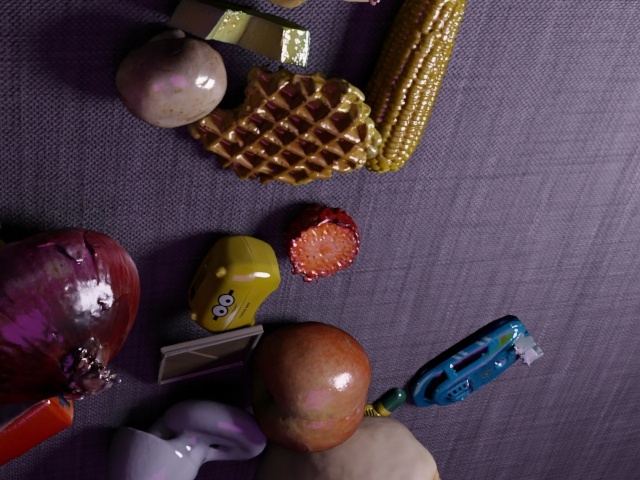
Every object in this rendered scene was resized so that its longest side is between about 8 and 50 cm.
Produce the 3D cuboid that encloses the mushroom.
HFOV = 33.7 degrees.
[{"bbox_3d":[-0.222,-0.242,1.578,0.166,0.127,0.166,-9,154,-4],"label":"mushroom"}]

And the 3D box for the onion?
[{"bbox_3d":[-0.430,0.149,1.698,0.347,0.285,0.347,-34,154,-19],"label":"onion"}]

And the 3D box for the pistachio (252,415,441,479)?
[{"bbox_3d":[0.054,0.502,2.179,0.365,0.445,0.281,-37,121,-37],"label":"pistachio"}]

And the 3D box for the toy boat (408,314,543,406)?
[{"bbox_3d":[0.338,0.291,2.325,0.299,0.092,0.134,-35,138,7],"label":"toy boat"}]

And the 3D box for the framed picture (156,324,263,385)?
[{"bbox_3d":[-0.212,0.221,1.975,0.189,0.023,0.260,-12,163,-14],"label":"framed picture"}]

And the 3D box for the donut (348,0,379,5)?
[{"bbox_3d":[0.076,-0.478,1.436,0.371,0.150,0.307,-23,114,-6],"label":"donut"}]

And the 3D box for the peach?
[{"bbox_3d":[-0.016,0.279,2.051,0.252,0.252,0.252,-13,133,-14],"label":"peach"}]

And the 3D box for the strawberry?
[{"bbox_3d":[0.000,0.000,1.914,0.145,0.086,0.145,-14,133,-15],"label":"strawberry"}]

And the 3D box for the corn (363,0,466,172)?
[{"bbox_3d":[0.139,-0.266,1.721,0.120,0.120,0.363,1,125,-25],"label":"corn"}]

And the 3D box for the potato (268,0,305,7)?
[{"bbox_3d":[-0.067,-0.397,1.542,0.138,0.070,0.091,28,108,-41],"label":"potato"}]

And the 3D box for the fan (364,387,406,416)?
[{"bbox_3d":[0.129,0.383,2.346,0.155,0.039,0.082,-43,132,15],"label":"fan"}]

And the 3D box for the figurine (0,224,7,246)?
[{"bbox_3d":[-0.588,-0.024,1.604,0.162,0.143,0.263,-32,152,6],"label":"figurine"}]

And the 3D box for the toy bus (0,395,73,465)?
[{"bbox_3d":[-0.582,0.336,1.928,0.265,0.120,0.121,-29,134,2],"label":"toy bus"}]

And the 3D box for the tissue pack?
[{"bbox_3d":[-0.163,0.079,1.883,0.127,0.123,0.178,10,129,-33],"label":"tissue pack"}]

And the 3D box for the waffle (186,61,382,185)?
[{"bbox_3d":[-0.053,-0.176,1.677,0.301,0.058,0.281,-13,145,27],"label":"waffle"}]

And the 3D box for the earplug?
[{"bbox_3d":[-0.268,0.418,2.101,0.325,0.175,0.214,-20,147,-6],"label":"earplug"}]

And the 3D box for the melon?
[{"bbox_3d":[-0.121,-0.315,1.564,0.209,0.118,0.064,5,114,-42],"label":"melon"}]
